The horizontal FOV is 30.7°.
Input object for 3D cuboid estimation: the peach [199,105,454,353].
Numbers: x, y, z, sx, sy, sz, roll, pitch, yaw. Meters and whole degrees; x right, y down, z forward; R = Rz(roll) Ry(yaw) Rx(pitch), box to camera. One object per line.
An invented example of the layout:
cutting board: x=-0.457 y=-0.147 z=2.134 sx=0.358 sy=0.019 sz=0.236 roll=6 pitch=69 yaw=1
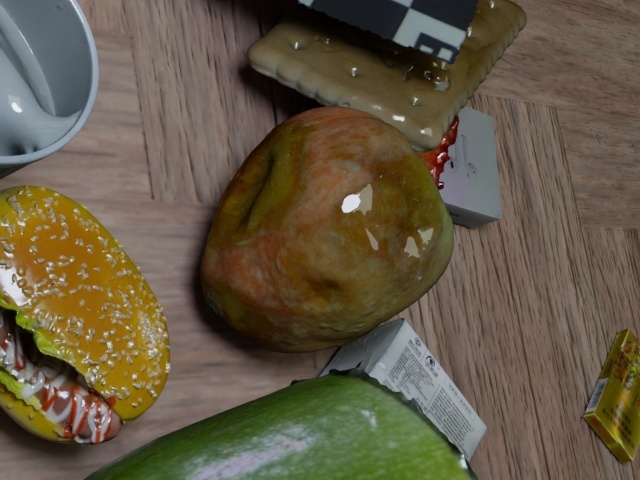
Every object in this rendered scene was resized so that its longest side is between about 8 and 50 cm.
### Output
peach: x=0.000 y=0.000 z=1.065 sx=0.235 sy=0.214 sz=0.214 roll=-40 pitch=106 yaw=-7

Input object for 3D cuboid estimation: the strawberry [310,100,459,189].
strawberry: x=0.054 y=-0.090 z=1.236 sx=0.167 sy=0.087 sz=0.208 roll=20 pitch=75 yaw=5

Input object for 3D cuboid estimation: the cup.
cup: x=-0.296 y=-0.091 z=0.830 sx=0.167 sy=0.202 sz=0.221 roll=53 pitch=48 yaw=-14

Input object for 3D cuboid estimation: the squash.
squash: x=-0.070 y=0.270 z=0.844 sx=0.308 sy=0.310 sz=0.310 roll=-9 pitch=81 yaw=-42

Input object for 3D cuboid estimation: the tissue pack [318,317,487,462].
tissue pack: x=0.073 y=0.171 z=1.142 sx=0.149 sy=0.099 sz=0.106 roll=53 pitch=45 yaw=-14

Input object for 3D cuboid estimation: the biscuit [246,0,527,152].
biscuit: x=0.082 y=-0.218 z=1.227 sx=0.217 sy=0.044 sz=0.325 roll=29 pitch=41 yaw=10

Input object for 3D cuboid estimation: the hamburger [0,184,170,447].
hamburger: x=-0.207 y=0.061 z=0.916 sx=0.210 sy=0.116 sz=0.173 roll=50 pitch=46 yaw=-17

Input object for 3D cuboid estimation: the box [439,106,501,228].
box: x=0.143 y=-0.091 z=1.336 sx=0.130 sy=0.051 sz=0.129 roll=13 pitch=66 yaw=-38

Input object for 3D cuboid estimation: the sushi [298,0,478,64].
sushi: x=0.002 y=-0.328 z=1.212 sx=0.373 sy=0.100 sz=0.296 roll=22 pitch=63 yaw=6

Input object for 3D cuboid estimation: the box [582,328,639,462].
box: x=0.385 y=0.194 z=1.472 sx=0.089 sy=0.022 sz=0.156 roll=52 pitch=48 yaw=-16
